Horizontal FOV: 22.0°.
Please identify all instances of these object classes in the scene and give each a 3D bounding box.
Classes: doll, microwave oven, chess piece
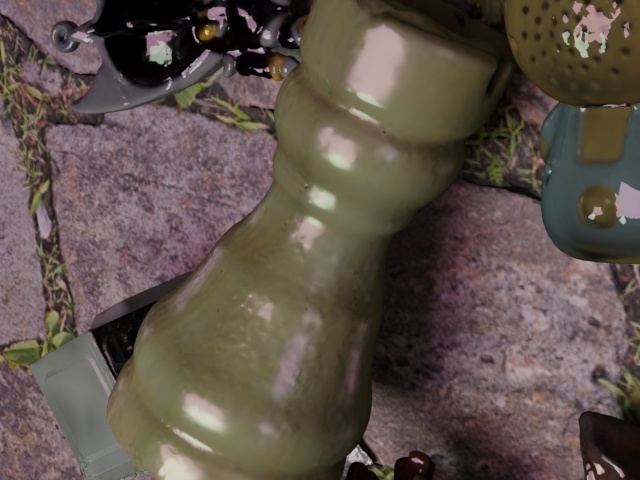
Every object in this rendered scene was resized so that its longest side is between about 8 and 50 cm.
[{"bbox_3d":[0.230,-0.119,1.225,0.177,0.161,0.260,5,113,41],"label":"doll"},{"bbox_3d":[-0.152,0.130,1.619,0.122,0.208,0.162,-28,88,44],"label":"microwave oven"},{"bbox_3d":[-0.124,-0.209,1.533,0.316,0.103,0.145,-2,121,33],"label":"doll"},{"bbox_3d":[0.000,0.000,1.389,0.234,0.234,0.442,36,112,25],"label":"chess piece"}]

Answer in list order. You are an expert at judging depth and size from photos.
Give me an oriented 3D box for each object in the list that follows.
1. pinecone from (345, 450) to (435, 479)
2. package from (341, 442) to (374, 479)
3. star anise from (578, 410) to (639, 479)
[{"bbox_3d":[0.080,0.341,1.493,0.244,0.244,0.309,0,97,41],"label":"pinecone"},{"bbox_3d":[0.014,0.234,1.651,0.037,0.015,0.110,53,131,12],"label":"package"},{"bbox_3d":[0.309,0.276,1.351,0.315,0.108,0.315,15,112,43],"label":"star anise"}]
